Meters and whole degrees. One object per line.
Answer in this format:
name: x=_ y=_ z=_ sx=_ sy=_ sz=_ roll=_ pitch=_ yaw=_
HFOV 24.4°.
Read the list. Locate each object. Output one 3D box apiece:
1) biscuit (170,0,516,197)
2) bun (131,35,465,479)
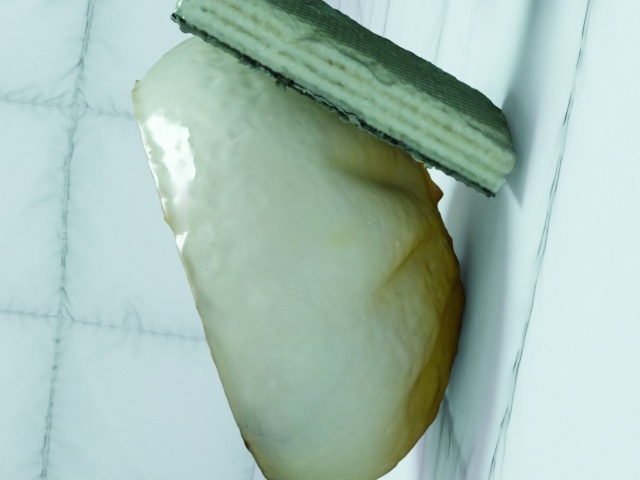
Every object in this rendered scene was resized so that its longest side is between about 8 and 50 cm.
biscuit: x=0.016 y=-0.098 z=0.821 sx=0.040 sy=0.199 sz=0.121 roll=-59 pitch=7 yaw=16
bun: x=0.000 y=0.000 z=0.921 sx=0.299 sy=0.165 sz=0.299 roll=161 pitch=90 yaw=-87
